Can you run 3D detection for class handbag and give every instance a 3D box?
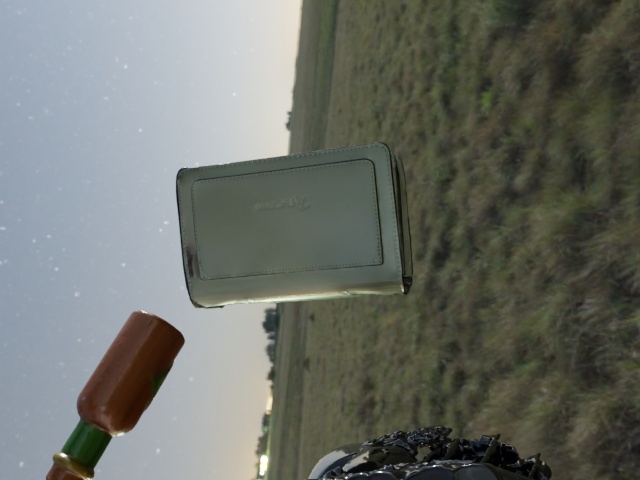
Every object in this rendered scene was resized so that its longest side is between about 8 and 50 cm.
[{"bbox_3d":[-0.038,-0.015,1.047,0.160,0.358,0.237,16,-110,-75],"label":"handbag"}]

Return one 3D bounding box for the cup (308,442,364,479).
[{"bbox_3d":[0.074,0.394,0.889,0.223,0.169,0.176,55,168,17],"label":"cup"}]

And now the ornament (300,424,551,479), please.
[{"bbox_3d":[0.115,0.246,0.649,0.260,0.251,0.106,-5,-99,-59],"label":"ornament"}]

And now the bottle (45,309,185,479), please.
[{"bbox_3d":[-0.213,0.165,0.652,0.187,0.069,0.069,-61,-8,-26],"label":"bottle"}]
